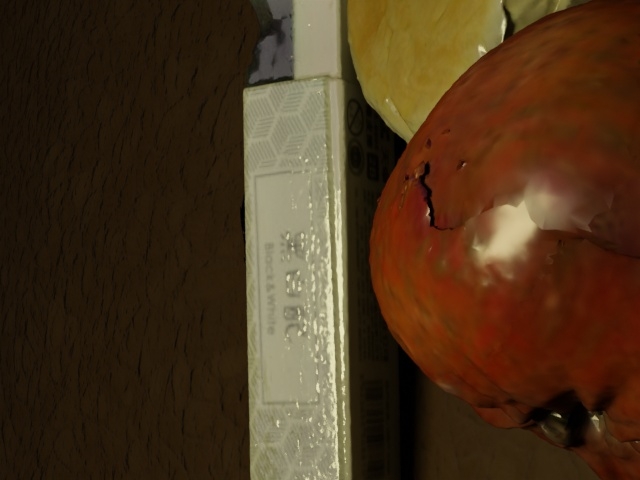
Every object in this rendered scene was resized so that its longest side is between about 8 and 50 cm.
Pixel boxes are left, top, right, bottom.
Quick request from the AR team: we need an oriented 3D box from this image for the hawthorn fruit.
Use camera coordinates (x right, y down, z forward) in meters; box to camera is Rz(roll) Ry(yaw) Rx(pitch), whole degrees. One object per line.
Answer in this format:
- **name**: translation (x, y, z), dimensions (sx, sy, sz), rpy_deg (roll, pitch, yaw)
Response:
- **hawthorn fruit**: translation (0.179, -0.021, 0.732), dimensions (0.276, 0.276, 0.307), rpy_deg (-31, 27, 52)

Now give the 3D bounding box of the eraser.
- **eraser**: translation (0.000, 0.000, 1.083), dimensions (0.096, 0.098, 0.403), rpy_deg (-5, 82, 29)

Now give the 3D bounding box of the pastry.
- **pastry**: translation (0.116, -0.172, 0.964), dimensions (0.265, 0.133, 0.264), rpy_deg (-22, 64, 56)

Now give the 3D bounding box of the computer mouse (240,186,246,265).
- **computer mouse**: translation (-0.021, -0.051, 1.214), dimensions (0.146, 0.078, 0.241), rpy_deg (36, 112, 54)
